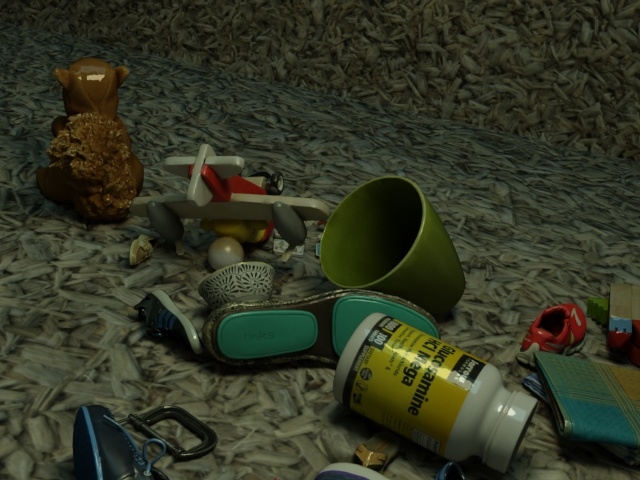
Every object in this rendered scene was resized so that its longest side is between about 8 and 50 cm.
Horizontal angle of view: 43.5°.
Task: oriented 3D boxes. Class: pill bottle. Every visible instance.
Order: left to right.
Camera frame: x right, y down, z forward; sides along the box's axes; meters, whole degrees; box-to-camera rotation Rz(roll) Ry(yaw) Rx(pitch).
[{"bbox_3d":[0.206,0.276,1.444,0.334,0.187,0.188,23,29,21],"label":"pill bottle"}]

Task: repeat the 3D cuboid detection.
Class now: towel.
[{"bbox_3d":[0.577,0.336,1.636,0.209,0.034,0.285,-11,33,-37],"label":"towel"},{"bbox_3d":[0.621,0.330,1.582,0.371,0.040,0.271,11,24,-4],"label":"towel"}]

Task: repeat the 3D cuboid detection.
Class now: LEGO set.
[{"bbox_3d":[0.000,0.000,2.115,0.245,0.060,0.182,6,39,-5],"label":"LEGO set"}]

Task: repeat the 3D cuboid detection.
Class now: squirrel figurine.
[{"bbox_3d":[-0.569,-0.263,2.046,0.281,0.370,0.397,-1,29,-22],"label":"squirrel figurine"}]

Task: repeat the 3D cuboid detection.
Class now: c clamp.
[{"bbox_3d":[-0.263,0.331,1.373,0.161,0.022,0.137,22,24,27],"label":"c clamp"}]

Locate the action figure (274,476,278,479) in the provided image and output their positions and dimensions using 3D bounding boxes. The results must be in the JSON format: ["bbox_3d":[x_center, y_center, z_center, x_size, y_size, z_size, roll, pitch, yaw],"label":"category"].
[{"bbox_3d":[-0.090,0.439,0.916,0.248,0.275,0.370,23,52,-10],"label":"action figure"}]

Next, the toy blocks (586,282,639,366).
[{"bbox_3d":[0.796,0.220,1.807,0.382,0.190,0.261,6,33,18],"label":"toy blocks"}]

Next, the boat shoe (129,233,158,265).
[{"bbox_3d":[-0.418,0.020,1.898,0.045,0.050,0.135,5,26,3],"label":"boat shoe"}]

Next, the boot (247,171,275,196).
[{"bbox_3d":[-0.226,-0.111,2.218,0.219,0.106,0.082,-16,56,5],"label":"boot"}]

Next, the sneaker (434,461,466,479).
[{"bbox_3d":[0.221,0.437,1.258,0.069,0.082,0.209,7,28,-11],"label":"sneaker"}]

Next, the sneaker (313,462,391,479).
[{"bbox_3d":[0.055,0.456,1.104,0.323,0.130,0.236,34,31,30],"label":"sneaker"}]

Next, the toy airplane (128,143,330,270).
[{"bbox_3d":[-0.219,-0.062,1.882,0.385,0.272,0.386,8,-8,-27],"label":"toy airplane"}]

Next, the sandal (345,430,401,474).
[{"bbox_3d":[0.089,0.371,1.377,0.072,0.049,0.180,21,29,22],"label":"sandal"}]

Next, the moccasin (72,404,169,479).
[{"bbox_3d":[-0.273,0.383,1.172,0.117,0.137,0.342,-3,43,-33],"label":"moccasin"}]

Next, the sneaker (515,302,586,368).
[{"bbox_3d":[0.539,0.194,1.807,0.107,0.118,0.279,25,30,26],"label":"sneaker"}]

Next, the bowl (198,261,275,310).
[{"bbox_3d":[-0.168,0.121,1.703,0.170,0.170,0.080,-4,59,-26],"label":"bowl"}]

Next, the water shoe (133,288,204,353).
[{"bbox_3d":[-0.307,0.179,1.623,0.080,0.072,0.203,-33,43,-18],"label":"water shoe"}]

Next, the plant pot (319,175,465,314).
[{"bbox_3d":[0.195,0.046,1.794,0.293,0.274,0.275,37,6,-39],"label":"plant pot"}]

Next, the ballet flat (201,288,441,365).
[{"bbox_3d":[-0.004,0.174,1.647,0.483,0.163,0.182,1,5,-14],"label":"ballet flat"}]
